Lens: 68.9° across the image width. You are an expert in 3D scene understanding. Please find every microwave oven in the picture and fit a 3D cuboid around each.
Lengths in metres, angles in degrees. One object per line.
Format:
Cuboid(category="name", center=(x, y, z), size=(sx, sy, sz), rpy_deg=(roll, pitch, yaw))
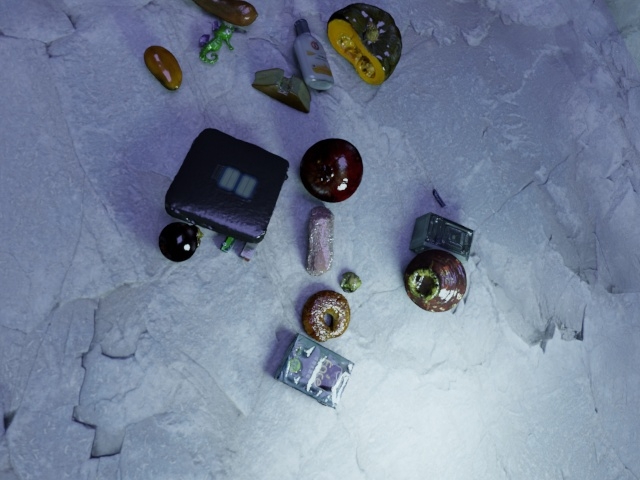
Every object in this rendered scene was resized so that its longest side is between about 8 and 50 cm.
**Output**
Cuboid(category="microwave oven", center=(0.479, -0.005, 1.835), size=(0.208, 0.122, 0.162), rpy_deg=(21, 74, -14))

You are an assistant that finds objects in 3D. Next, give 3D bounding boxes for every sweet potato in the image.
Cuboid(category="sweet potato", center=(-0.373, -0.870, 1.729), size=(0.291, 0.097, 0.098), rpy_deg=(16, 74, -9))

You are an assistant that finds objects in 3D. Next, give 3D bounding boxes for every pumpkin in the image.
Cuboid(category="pumpkin", center=(0.205, -0.811, 1.843), size=(0.325, 0.242, 0.232), rpy_deg=(45, 77, -11))

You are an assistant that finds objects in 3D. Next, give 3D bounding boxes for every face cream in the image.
Cuboid(category="face cream", center=(-0.038, -0.728, 1.818), size=(0.143, 0.071, 0.291), rpy_deg=(-3, 70, -40))

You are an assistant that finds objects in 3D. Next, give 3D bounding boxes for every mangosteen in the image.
Cuboid(category="mangosteen", center=(0.051, -0.263, 1.708), size=(0.236, 0.235, 0.261), rpy_deg=(55, 25, -2))
Cuboid(category="mangosteen", center=(-0.445, 0.000, 1.509), size=(0.151, 0.137, 0.137), rpy_deg=(-19, 85, -45))

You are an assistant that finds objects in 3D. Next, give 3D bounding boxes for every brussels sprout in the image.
Cuboid(category="brussels sprout", center=(0.112, 0.156, 1.711), size=(0.085, 0.058, 0.085), rpy_deg=(0, 86, -4))

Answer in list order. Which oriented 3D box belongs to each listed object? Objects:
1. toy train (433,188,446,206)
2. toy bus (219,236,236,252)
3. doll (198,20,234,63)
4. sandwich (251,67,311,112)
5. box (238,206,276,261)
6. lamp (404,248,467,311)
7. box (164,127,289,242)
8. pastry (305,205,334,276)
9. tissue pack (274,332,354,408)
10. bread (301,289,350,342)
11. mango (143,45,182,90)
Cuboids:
Cuboid(category="toy train", center=(0.488, -0.174, 1.930), size=(0.017, 0.017, 0.083), rpy_deg=(-35, 92, -15))
Cuboid(category="toy bus", center=(-0.313, 0.003, 1.605), size=(0.037, 0.031, 0.083), rpy_deg=(36, 70, -19))
Cuboid(category="doll", center=(-0.382, -0.728, 1.720), size=(0.115, 0.050, 0.190), rpy_deg=(35, 72, -2))
Cuboid(category="sandwich", center=(-0.133, -0.576, 1.754), size=(0.244, 0.088, 0.090), rpy_deg=(21, 69, -14))
Cuboid(category="box", center=(-0.219, -0.031, 1.630), size=(0.039, 0.055, 0.218), rpy_deg=(27, 71, -9))
Cuboid(category="lamp", center=(0.421, 0.150, 1.725), size=(0.246, 0.247, 0.247), rpy_deg=(4, 78, -19))
Cuboid(category="box", center=(-0.305, -0.186, 1.573), size=(0.350, 0.091, 0.359), rpy_deg=(20, 60, -6))
Cuboid(category="pastry", center=(0.002, -0.005, 1.675), size=(0.102, 0.112, 0.265), rpy_deg=(3, 77, -8))
Cuboid(category="tissue pack", center=(-0.020, 0.446, 1.594), size=(0.235, 0.073, 0.173), rpy_deg=(31, 72, -11))
Cuboid(category="bread", center=(0.023, 0.265, 1.653), size=(0.193, 0.064, 0.193), rpy_deg=(3, 81, -20))
Cuboid(category="mango", center=(-0.543, -0.598, 1.622), size=(0.105, 0.084, 0.159), rpy_deg=(-44, 116, -37))
